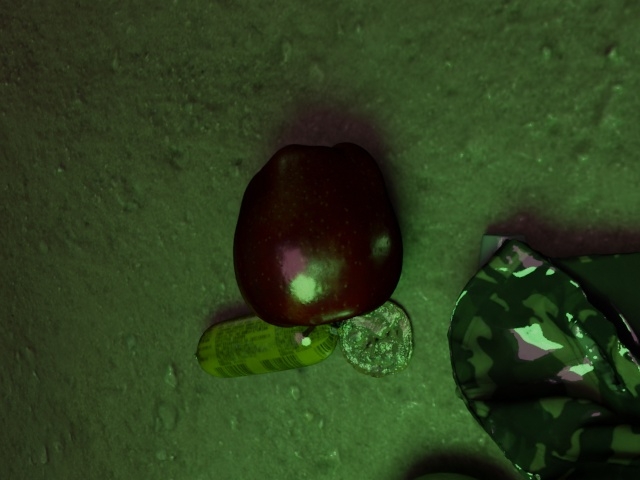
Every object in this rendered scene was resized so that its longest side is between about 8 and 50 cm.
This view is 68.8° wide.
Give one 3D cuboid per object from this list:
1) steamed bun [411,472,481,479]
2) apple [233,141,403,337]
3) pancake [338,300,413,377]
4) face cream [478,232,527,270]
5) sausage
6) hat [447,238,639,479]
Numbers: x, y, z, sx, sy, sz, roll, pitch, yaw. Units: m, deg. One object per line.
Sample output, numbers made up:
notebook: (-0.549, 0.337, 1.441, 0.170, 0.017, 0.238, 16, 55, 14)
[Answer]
steamed bun: (0.233, 0.516, 0.768, 0.283, 0.177, 0.282, 4, 99, 23)
apple: (0.000, 0.000, 0.787, 0.289, 0.288, 0.316, -12, 74, 25)
pancake: (0.105, 0.185, 0.891, 0.158, 0.028, 0.158, 2, 95, 22)
face cream: (0.304, 0.087, 0.776, 0.084, 0.057, 0.198, 2, 96, 25)
sausage: (-0.110, 0.203, 0.937, 0.348, 0.123, 0.123, -15, 87, 25)
hat: (0.414, 0.175, 0.659, 0.257, 0.382, 0.365, 120, 150, -57)
